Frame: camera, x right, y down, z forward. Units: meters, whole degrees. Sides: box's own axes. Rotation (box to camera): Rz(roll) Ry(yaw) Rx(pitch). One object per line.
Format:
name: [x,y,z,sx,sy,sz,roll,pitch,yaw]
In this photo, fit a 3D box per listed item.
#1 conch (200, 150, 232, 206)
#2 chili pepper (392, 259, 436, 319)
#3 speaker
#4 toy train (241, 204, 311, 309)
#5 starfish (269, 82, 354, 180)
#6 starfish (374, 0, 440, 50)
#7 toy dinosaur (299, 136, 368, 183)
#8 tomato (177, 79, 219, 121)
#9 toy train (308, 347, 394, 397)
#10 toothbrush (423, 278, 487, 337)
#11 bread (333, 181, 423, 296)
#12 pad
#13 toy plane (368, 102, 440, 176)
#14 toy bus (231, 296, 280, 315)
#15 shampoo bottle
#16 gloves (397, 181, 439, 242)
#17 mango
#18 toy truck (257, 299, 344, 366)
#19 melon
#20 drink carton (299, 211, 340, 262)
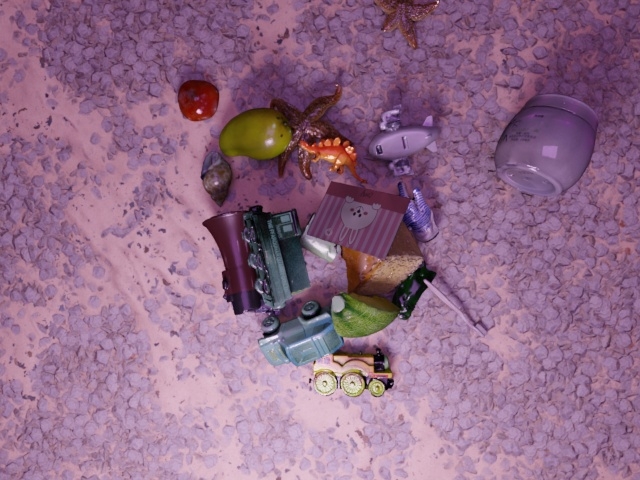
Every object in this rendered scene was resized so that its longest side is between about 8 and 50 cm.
conch: [-0.364,-0.227,1.478,0.116,0.106,0.173,-23,69,24]
chili pepper: [0.322,0.170,1.464,0.097,0.061,0.225,29,92,3]
speaker: [-0.236,0.069,1.433,0.198,0.258,0.330,-21,84,46]
toy train: [-0.133,0.044,1.310,0.178,0.138,0.331,-16,95,-24]
starfish: [-0.051,-0.394,1.468,0.375,0.094,0.327,-43,90,7]
starfish: [0.294,-0.831,1.477,0.231,0.048,0.295,-40,86,12]
toy dinosaur: [0.064,-0.292,1.436,0.287,0.070,0.117,22,104,-17]
tomato: [-0.445,-0.507,1.497,0.155,0.069,0.156,0,91,3]
toy train: [0.107,0.452,1.452,0.295,0.100,0.161,1,88,2]
toothbrush: [0.469,0.232,1.451,0.307,0.025,0.030,42,84,-8]
bread: [0.155,0.014,1.416,0.315,0.248,0.279,58,135,38]
pad: [0.108,-0.071,1.283,0.299,0.005,0.202,19,80,36]
toy plane: [0.288,-0.343,1.440,0.251,0.118,0.253,-1,108,-2]
toy bus: [-0.222,0.217,1.478,0.174,0.077,0.079,4,90,3]
shampoo bottle: [0.718,-0.302,1.342,0.272,0.273,0.267,26,85,2]
gloves: [0.326,-0.100,1.442,0.119,0.097,0.229,-27,91,39]
mango: [-0.227,-0.359,1.429,0.292,0.142,0.176,-1,85,32]
toy truck: [-0.066,0.322,1.408,0.278,0.156,0.155,-22,123,2]
melon: [0.124,0.239,1.336,0.196,0.323,0.124,-31,67,18]
drink carton: [0.000,0.000,1.445,0.142,0.146,0.144,31,92,-6]
